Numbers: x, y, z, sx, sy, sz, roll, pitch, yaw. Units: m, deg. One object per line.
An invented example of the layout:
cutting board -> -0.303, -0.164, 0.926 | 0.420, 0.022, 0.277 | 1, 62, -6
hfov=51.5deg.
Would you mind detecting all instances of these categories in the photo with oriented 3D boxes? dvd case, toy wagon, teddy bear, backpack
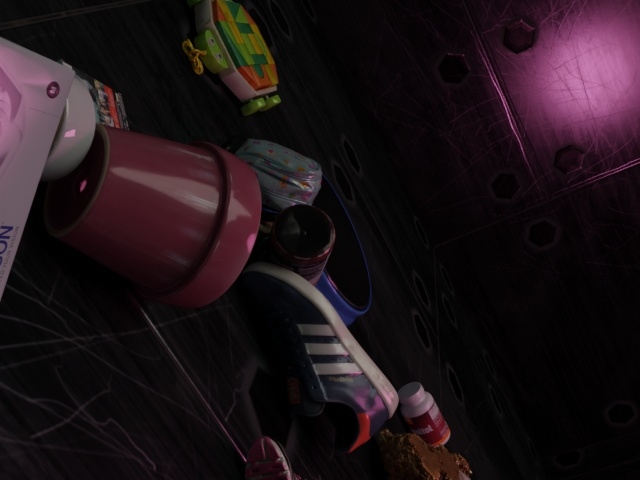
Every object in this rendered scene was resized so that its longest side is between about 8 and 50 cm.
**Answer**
dvd case -> -0.303, -0.181, 0.892 | 0.119, 0.013, 0.087 | 28, 42, -65
toy wagon -> -0.188, -0.399, 1.410 | 0.267, 0.068, 0.344 | 63, 18, -9
teddy bear -> 0.236, 0.504, 1.383 | 0.245, 0.113, 0.338 | 54, 13, 31
backpack -> -0.091, -0.109, 1.142 | 0.182, 0.115, 0.152 | 23, 29, -2

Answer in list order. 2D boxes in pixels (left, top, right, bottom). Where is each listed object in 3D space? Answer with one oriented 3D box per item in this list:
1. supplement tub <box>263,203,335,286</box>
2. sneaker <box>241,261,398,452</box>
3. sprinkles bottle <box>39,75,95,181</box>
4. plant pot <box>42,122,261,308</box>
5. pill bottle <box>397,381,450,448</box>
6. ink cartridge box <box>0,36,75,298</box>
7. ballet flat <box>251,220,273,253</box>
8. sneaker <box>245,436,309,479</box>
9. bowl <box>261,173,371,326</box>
supplement tub -> -0.042, 0.027, 1.126 | 0.198, 0.106, 0.106 | 113, -35, -62
sneaker -> -0.025, 0.195, 1.070 | 0.350, 0.131, 0.148 | 48, 59, -6
sprinkles bottle -> -0.343, -0.129, 0.532 | 0.355, 0.121, 0.121 | 8, 60, -69
plant pot -> -0.198, -0.039, 0.753 | 0.180, 0.201, 0.201 | 25, 43, -43
pill bottle -> 0.245, 0.422, 1.600 | 0.152, 0.086, 0.086 | 61, 18, -14
ink cartridge box -> -0.298, -0.056, 0.476 | 0.224, 0.045, 0.223 | 7, 104, -69
ballet flat -> -0.128, -0.007, 1.122 | 0.067, 0.073, 0.206 | 40, 13, 8
sneaker -> -0.049, 0.335, 0.897 | 0.075, 0.063, 0.170 | -48, 119, -70
bowl -> 0.000, 0.000, 1.438 | 0.391, 0.077, 0.391 | 54, 22, -33
